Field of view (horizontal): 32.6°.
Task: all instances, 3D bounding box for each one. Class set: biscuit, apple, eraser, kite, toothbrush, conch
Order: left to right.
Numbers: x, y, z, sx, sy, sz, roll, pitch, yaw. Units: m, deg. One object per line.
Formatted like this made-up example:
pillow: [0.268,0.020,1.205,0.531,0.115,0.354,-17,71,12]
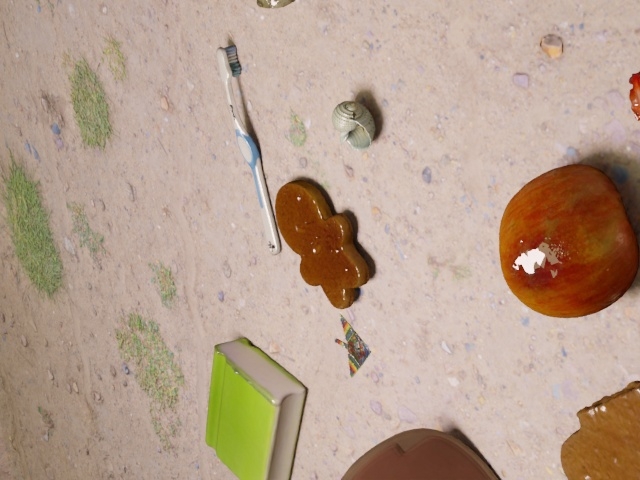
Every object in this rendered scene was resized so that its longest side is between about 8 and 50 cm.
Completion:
toothbrush: [-0.128,-0.154,1.946,0.040,0.040,0.386,4,110,49]
eraser: [-0.137,0.346,2.165,0.210,0.092,0.274,37,134,35]
biscuit: [0.000,0.000,1.868,0.236,0.039,0.180,55,143,17]
kite: [0.056,0.190,1.921,0.090,0.004,0.122,14,118,45]
conch: [0.055,-0.181,1.699,0.076,0.057,0.085,30,161,17]
apple: [0.320,0.005,1.410,0.173,0.160,0.195,-18,100,31]
biscuit: [0.494,0.357,1.404,0.394,0.076,0.368,58,152,14]

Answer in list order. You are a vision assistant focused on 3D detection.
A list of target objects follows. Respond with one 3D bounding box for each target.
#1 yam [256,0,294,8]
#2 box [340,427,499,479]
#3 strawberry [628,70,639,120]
yam: [-0.059,-0.427,1.703,0.070,0.069,0.146,43,137,29]
box: [0.139,0.474,1.747,0.301,0.301,0.216,53,148,18]
strawberry: [0.447,-0.093,1.243,0.175,0.106,0.236,-117,11,-84]
